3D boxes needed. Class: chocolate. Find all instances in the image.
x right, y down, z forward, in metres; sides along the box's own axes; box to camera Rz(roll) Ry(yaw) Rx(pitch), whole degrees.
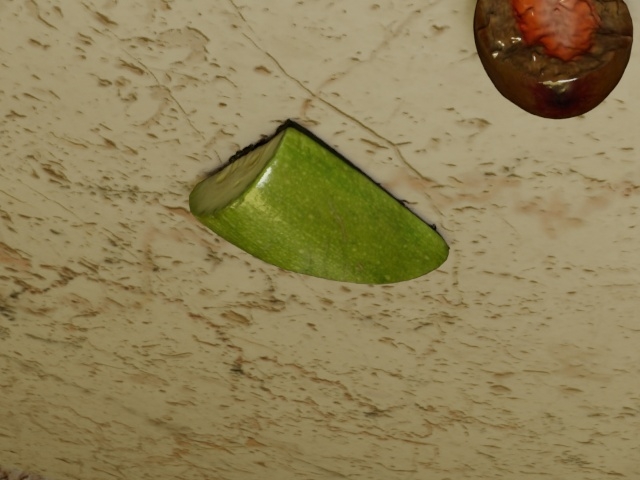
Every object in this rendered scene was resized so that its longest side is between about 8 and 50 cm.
[{"bbox_3d":[0.181,-0.155,0.830,0.124,0.133,0.127,-7,138,33],"label":"chocolate"}]

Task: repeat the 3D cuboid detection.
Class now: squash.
[{"bbox_3d":[0.000,0.000,1.149,0.252,0.093,0.169,36,139,-28],"label":"squash"}]
